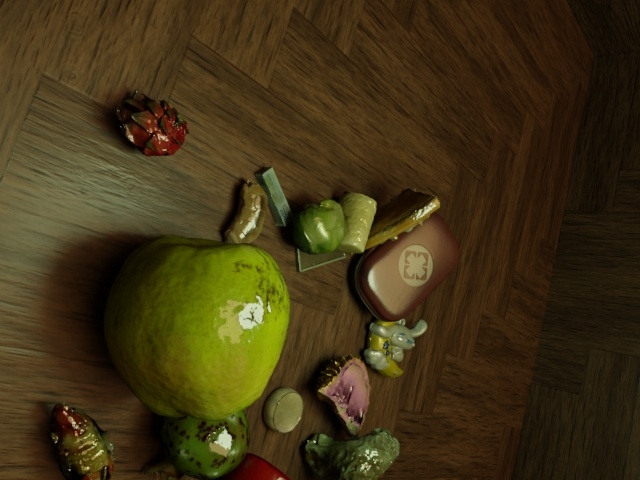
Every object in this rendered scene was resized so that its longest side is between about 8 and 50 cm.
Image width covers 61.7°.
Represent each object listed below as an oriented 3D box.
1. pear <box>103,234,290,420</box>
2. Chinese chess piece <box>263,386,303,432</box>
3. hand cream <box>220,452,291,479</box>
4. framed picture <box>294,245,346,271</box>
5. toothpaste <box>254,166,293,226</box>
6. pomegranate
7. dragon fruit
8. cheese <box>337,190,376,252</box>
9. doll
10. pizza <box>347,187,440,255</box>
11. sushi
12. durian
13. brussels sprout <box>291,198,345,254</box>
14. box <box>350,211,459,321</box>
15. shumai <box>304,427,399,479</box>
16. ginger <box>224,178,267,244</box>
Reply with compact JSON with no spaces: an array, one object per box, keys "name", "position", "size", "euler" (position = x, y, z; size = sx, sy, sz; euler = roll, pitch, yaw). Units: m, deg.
[{"name":"pear","position":[-0.246,0.176,1.092],"size":[0.391,0.391,0.391],"euler":[-7,99,-47]},{"name":"Chinese chess piece","position":[-0.104,0.473,1.499],"size":[0.122,0.051,0.122],"euler":[-9,103,-45]},{"name":"hand cream","position":[-0.156,0.654,1.337],"size":[0.149,0.230,0.230],"euler":[-50,128,-35]},{"name":"framed picture","position":[0.000,0.000,1.583],"size":[0.203,0.015,0.150],"euler":[-17,106,-44]},{"name":"toothpaste","position":[-0.122,-0.115,1.423],"size":[0.046,0.034,0.164],"euler":[-44,124,-35]},{"name":"pomegranate","position":[-0.276,0.456,1.214],"size":[0.263,0.211,0.211],"euler":[-51,133,1]},{"name":"dragon fruit","position":[-0.345,-0.236,1.107],"size":[0.142,0.130,0.121],"euler":[29,77,-4]},{"name":"cheese","position":[0.090,-0.052,1.570],"size":[0.094,0.123,0.167],"euler":[58,48,-63]},{"name":"doll","position":[0.250,0.342,1.822],"size":[0.252,0.111,0.237],"euler":[32,69,-35]},{"name":"pizza","position":[0.222,-0.060,1.645],"size":[0.089,0.323,0.223],"euler":[54,22,-17]},{"name":"sushi","position":[-0.469,0.411,1.067],"size":[0.097,0.103,0.226],"euler":[-18,112,-17]},{"name":"durian","position":[0.070,0.463,1.650],"size":[0.191,0.112,0.341],"euler":[-64,143,-33]},{"name":"brussels sprout","position":[-0.005,-0.033,1.472],"size":[0.183,0.131,0.145],"euler":[-20,92,-57]},{"name":"box","position":[0.281,0.077,1.747],"size":[0.404,0.108,0.263],"euler":[-42,105,-20]},{"name":"shumai","position":[0.089,0.621,1.573],"size":[0.261,0.222,0.225],"euler":[-38,154,-11]},{"name":"ginger","position":[-0.182,-0.059,1.341],"size":[0.095,0.069,0.190],"euler":[16,83,-22]}]
